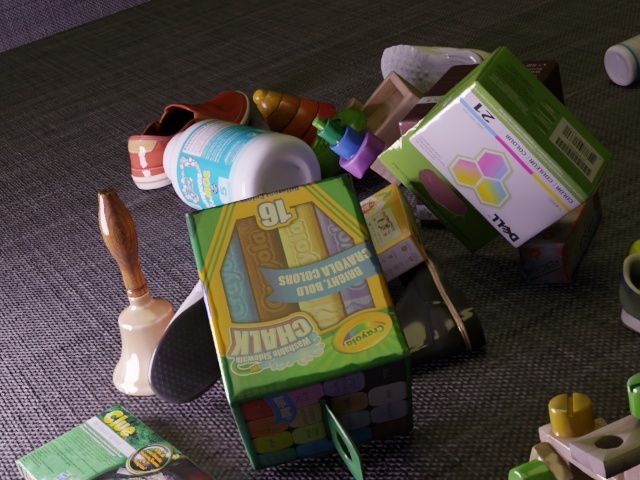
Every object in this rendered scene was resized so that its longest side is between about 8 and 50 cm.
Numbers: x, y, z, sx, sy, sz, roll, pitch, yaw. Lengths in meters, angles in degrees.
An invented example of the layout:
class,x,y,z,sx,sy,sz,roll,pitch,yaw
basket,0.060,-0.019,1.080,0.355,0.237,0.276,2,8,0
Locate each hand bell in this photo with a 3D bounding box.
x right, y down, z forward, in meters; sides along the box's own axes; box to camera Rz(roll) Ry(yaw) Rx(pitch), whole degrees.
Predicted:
class,x,y,z,sx,sy,sz,roll,pitch,yaw
hand bell,-0.220,0.051,1.404,0.126,0.242,0.126,-11,26,5

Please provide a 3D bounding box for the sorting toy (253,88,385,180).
class,x,y,z,sx,sy,sz,roll,pitch,yaw
sorting toy,-0.021,-0.180,1.816,0.127,0.126,0.365,-55,21,0

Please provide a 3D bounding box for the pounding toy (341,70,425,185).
class,x,y,z,sx,sy,sz,roll,pitch,yaw
pounding toy,0.095,-0.165,1.850,0.181,0.094,0.206,-51,22,13

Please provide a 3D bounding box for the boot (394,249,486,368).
class,x,y,z,sx,sy,sz,roll,pitch,yaw
boot,0.092,0.084,1.380,0.137,0.077,0.198,-23,25,-7

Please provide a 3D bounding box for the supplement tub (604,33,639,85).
class,x,y,z,sx,sy,sz,roll,pitch,yaw
supplement tub,0.530,-0.304,1.946,0.107,0.071,0.071,-24,27,-20

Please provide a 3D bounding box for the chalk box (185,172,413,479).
class,x,y,z,sx,sy,sz,roll,pitch,yaw
chalk box,-0.012,0.111,1.188,0.179,0.180,0.289,-13,56,-3

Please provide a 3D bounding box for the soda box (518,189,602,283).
class,x,y,z,sx,sy,sz,roll,pitch,yaw
soda box,0.304,-0.014,1.483,0.062,0.058,0.183,0,28,28

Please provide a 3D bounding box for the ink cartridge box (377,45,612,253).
class,x,y,z,sx,sy,sz,roll,pitch,yaw
ink cartridge box,0.188,-0.078,1.412,0.255,0.189,0.097,-40,8,45

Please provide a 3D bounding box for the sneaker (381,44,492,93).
class,x,y,z,sx,sy,sz,roll,pitch,yaw
sneaker,0.216,-0.311,2.126,0.235,0.090,0.094,13,23,37

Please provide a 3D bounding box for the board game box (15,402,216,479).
class,x,y,z,sx,sy,sz,roll,pitch,yaw
board game box,-0.207,0.255,1.229,0.136,0.030,0.259,-30,30,-25

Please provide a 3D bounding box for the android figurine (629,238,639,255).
class,x,y,z,sx,sy,sz,roll,pitch,yaw
android figurine,0.462,-0.034,1.328,0.248,0.056,0.273,-37,12,10

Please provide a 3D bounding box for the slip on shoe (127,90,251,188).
class,x,y,z,sx,sy,sz,roll,pitch,yaw
slip on shoe,-0.228,-0.202,2.091,0.123,0.101,0.331,1,28,32

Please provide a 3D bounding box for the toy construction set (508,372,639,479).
class,x,y,z,sx,sy,sz,roll,pitch,yaw
toy construction set,0.193,0.196,0.902,0.308,0.237,0.257,-11,26,6

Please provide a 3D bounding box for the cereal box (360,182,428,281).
class,x,y,z,sx,sy,sz,roll,pitch,yaw
cereal box,0.011,0.033,1.468,0.240,0.047,0.173,-31,23,11

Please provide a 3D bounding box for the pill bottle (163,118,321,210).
class,x,y,z,sx,sy,sz,roll,pitch,yaw
pill bottle,-0.131,-0.104,1.788,0.146,0.146,0.264,-30,29,-30

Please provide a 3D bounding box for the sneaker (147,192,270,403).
class,x,y,z,sx,sy,sz,roll,pitch,yaw
sneaker,-0.110,0.073,1.405,0.270,0.090,0.145,-61,0,-6

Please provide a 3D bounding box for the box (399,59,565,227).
class,x,y,z,sx,sy,sz,roll,pitch,yaw
box,0.235,-0.134,1.634,0.168,0.167,0.203,2,30,29

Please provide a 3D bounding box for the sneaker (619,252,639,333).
class,x,y,z,sx,sy,sz,roll,pitch,yaw
sneaker,0.384,0.070,1.235,0.064,0.086,0.192,-26,28,-24
